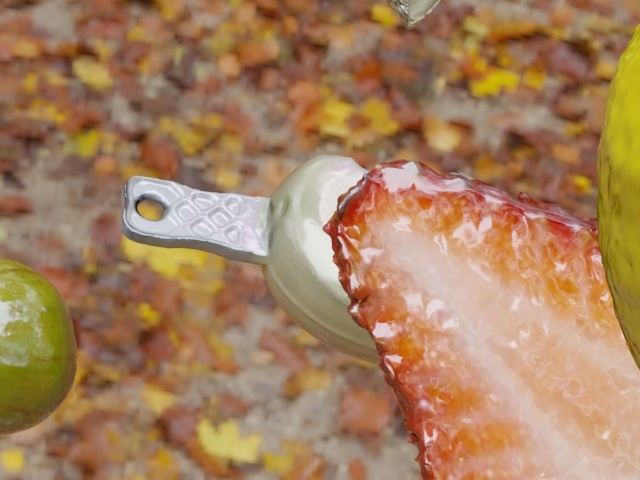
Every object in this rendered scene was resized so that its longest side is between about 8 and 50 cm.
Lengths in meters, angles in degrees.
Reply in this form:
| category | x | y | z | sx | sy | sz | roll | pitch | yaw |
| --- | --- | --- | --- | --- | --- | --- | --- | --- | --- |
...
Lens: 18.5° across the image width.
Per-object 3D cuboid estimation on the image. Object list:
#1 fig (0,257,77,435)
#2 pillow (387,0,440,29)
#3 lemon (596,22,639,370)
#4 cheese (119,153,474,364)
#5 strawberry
| category | x | y | z | sx | sy | sz | roll | pitch | yaw |
| --- | --- | --- | --- | --- | --- | --- | --- | --- | --- |
| fig | -0.253 | 0.069 | 1.286 | 0.124 | 0.124 | 0.236 | 35 | 11 | 24 |
| pillow | 0.120 | -0.281 | 1.649 | 0.053 | 0.208 | 0.119 | 35 | 19 | -43 |
| lemon | 0.162 | -0.014 | 0.517 | 0.180 | 0.180 | 0.193 | 10 | 22 | -5 |
| cheese | 0.000 | 0.000 | 1.375 | 0.286 | 0.082 | 0.163 | 14 | 50 | -13 |
| strawberry | 0.092 | 0.066 | 0.884 | 0.175 | 0.107 | 0.236 | -26 | 90 | -27 |
